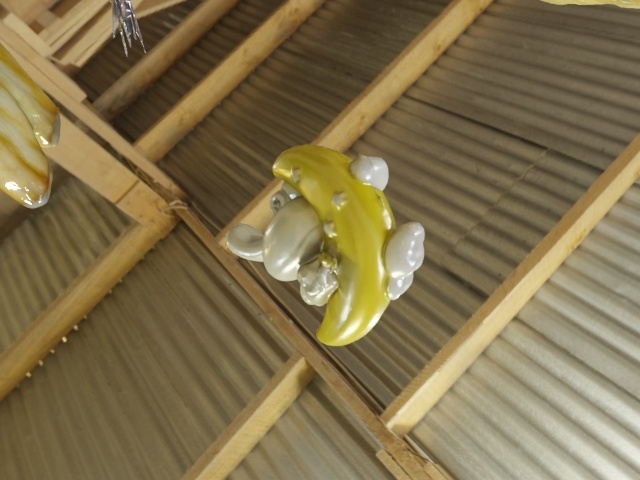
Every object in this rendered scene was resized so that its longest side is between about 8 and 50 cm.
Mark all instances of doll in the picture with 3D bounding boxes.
[{"bbox_3d":[0.000,0.000,0.557,0.237,0.111,0.252,50,-49,16],"label":"doll"}]

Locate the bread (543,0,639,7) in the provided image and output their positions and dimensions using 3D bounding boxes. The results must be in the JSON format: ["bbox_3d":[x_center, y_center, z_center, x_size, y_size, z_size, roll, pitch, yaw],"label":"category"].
[{"bbox_3d":[0.231,-0.313,0.207,0.390,0.371,0.279,24,-81,49],"label":"bread"}]

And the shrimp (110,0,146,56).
[{"bbox_3d":[-0.230,-0.381,0.507,0.145,0.343,0.116,-11,-147,-16],"label":"shrimp"}]

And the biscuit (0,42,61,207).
[{"bbox_3d":[-0.483,-0.207,0.656,0.062,0.291,0.237,-17,-124,1],"label":"biscuit"}]
